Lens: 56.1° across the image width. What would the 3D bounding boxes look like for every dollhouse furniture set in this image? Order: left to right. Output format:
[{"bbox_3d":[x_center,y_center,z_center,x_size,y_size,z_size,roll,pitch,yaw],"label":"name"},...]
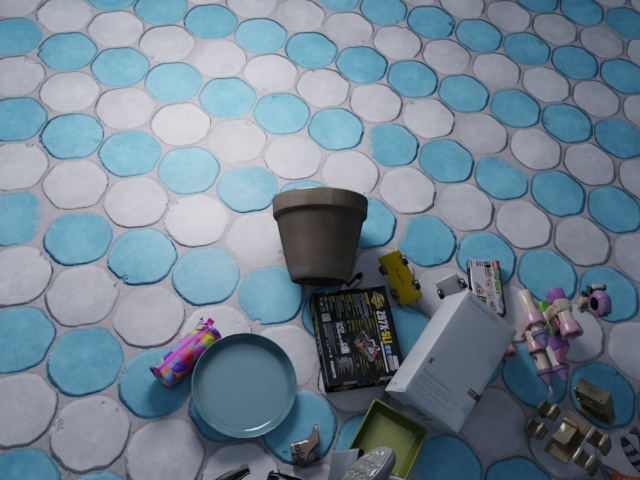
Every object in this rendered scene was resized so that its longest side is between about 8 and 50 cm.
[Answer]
[{"bbox_3d":[0.786,0.573,1.836,0.242,0.161,0.212,-47,44,-15],"label":"dollhouse furniture set"}]

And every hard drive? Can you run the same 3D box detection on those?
[{"bbox_3d":[0.071,0.648,1.718,0.022,0.135,0.094,27,57,-21],"label":"hard drive"}]

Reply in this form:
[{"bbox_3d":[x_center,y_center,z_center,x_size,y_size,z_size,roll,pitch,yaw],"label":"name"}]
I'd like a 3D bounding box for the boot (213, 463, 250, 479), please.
[{"bbox_3d":[-0.262,0.749,1.646,0.236,0.085,0.178,-32,71,-15],"label":"boot"}]

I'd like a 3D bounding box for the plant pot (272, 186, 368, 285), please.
[{"bbox_3d":[0.000,0.000,2.001,0.324,0.323,0.280,1,77,-7],"label":"plant pot"}]

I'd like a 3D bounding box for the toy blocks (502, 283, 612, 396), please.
[{"bbox_3d":[0.755,0.320,1.905,0.309,0.288,0.260,-3,55,-12],"label":"toy blocks"}]

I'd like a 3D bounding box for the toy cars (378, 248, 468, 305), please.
[{"bbox_3d":[0.370,0.161,2.051,0.394,0.087,0.176,23,101,6],"label":"toy cars"}]

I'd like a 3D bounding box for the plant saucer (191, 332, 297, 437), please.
[{"bbox_3d":[-0.231,0.439,1.829,0.318,0.043,0.317,6,64,-12],"label":"plant saucer"}]

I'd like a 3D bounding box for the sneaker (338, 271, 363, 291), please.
[{"bbox_3d":[0.105,0.143,2.058,0.109,0.043,0.040,-40,74,-23],"label":"sneaker"}]

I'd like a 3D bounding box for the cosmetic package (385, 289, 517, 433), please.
[{"bbox_3d":[0.402,0.366,1.838,0.217,0.156,0.385,38,70,-5],"label":"cosmetic package"}]

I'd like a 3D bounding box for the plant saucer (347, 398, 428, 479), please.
[{"bbox_3d":[0.201,0.606,1.807,0.188,0.045,0.188,29,62,9],"label":"plant saucer"}]

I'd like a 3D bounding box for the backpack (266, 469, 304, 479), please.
[{"bbox_3d":[-0.065,0.723,1.637,0.189,0.165,0.144,12,61,3],"label":"backpack"}]

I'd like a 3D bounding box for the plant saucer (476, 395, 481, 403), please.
[{"bbox_3d":[0.434,0.465,1.927,0.169,0.029,0.168,4,60,-6],"label":"plant saucer"}]

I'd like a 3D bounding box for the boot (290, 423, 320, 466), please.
[{"bbox_3d":[-0.047,0.605,1.779,0.087,0.042,0.118,-1,60,-5],"label":"boot"}]

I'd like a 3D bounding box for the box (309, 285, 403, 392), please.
[{"bbox_3d":[0.115,0.314,1.944,0.257,0.079,0.321,-5,61,-13],"label":"box"}]

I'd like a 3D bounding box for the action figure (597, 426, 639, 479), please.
[{"bbox_3d":[0.943,0.756,1.750,0.342,0.178,0.330,-23,56,-22],"label":"action figure"}]

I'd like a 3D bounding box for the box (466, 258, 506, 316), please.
[{"bbox_3d":[0.581,0.166,2.111,0.114,0.036,0.206,5,60,-5],"label":"box"}]

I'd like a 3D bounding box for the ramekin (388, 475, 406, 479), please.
[{"bbox_3d":[0.173,0.798,1.644,0.278,0.135,0.277,3,61,-6],"label":"ramekin"}]

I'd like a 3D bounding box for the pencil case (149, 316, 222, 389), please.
[{"bbox_3d":[-0.410,0.344,1.847,0.104,0.104,0.236,37,64,13],"label":"pencil case"}]

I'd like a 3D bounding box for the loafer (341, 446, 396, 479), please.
[{"bbox_3d":[0.097,0.683,1.572,0.319,0.112,0.111,-43,109,-26],"label":"loafer"}]
